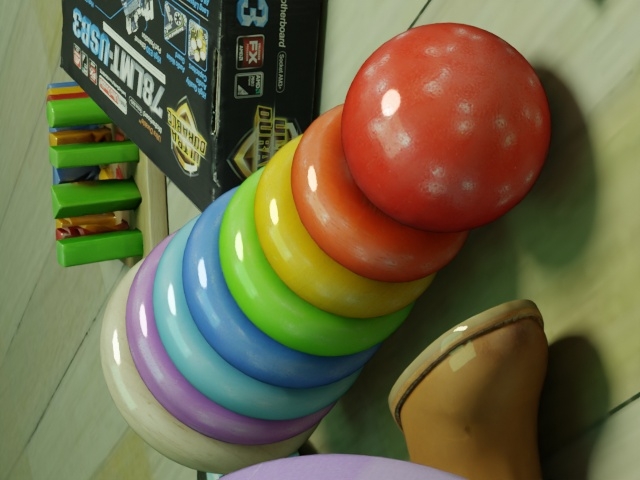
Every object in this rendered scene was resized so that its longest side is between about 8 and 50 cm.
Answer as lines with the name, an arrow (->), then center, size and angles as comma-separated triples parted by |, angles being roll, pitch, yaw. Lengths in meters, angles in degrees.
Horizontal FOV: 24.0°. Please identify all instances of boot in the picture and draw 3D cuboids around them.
boot -> 0.089, 0.133, 0.651 | 0.197, 0.073, 0.152 | 98, 150, -46

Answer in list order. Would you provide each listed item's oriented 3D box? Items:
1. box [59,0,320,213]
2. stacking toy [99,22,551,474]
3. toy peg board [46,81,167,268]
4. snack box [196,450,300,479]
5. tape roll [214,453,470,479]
box -> -0.088, -0.201, 0.932 | 0.295, 0.073, 0.293 | -137, 44, -54
stacking toy -> 0.000, 0.000, 0.739 | 0.330, 0.141, 0.141 | -48, 53, 54
toy peg board -> -0.185, -0.058, 1.182 | 0.160, 0.079, 0.161 | -154, 60, -62
snack box -> -0.028, 0.242, 0.854 | 0.322, 0.060, 0.187 | -118, 28, -68
tape roll -> 0.014, 0.229, 0.613 | 0.275, 0.090, 0.274 | 7, 111, 20
